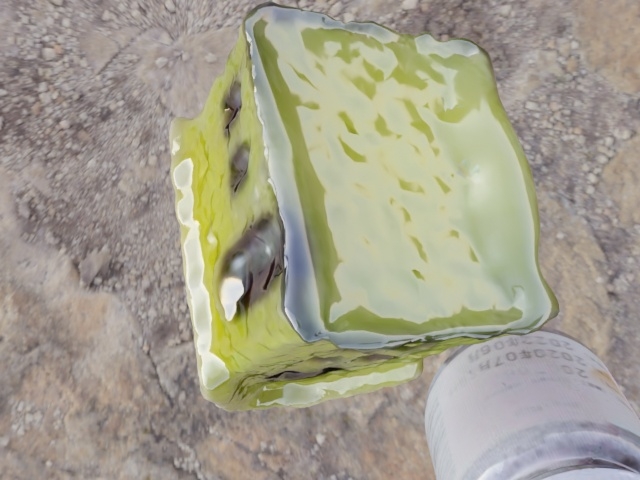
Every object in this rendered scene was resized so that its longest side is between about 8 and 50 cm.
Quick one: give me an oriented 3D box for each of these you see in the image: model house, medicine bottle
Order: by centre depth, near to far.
[{"bbox_3d":[0.000,0.000,0.562,0.175,0.234,0.193,-2,70,-25],"label":"model house"},{"bbox_3d":[0.170,0.186,0.649,0.165,0.273,0.165,-1,111,-2],"label":"medicine bottle"}]
